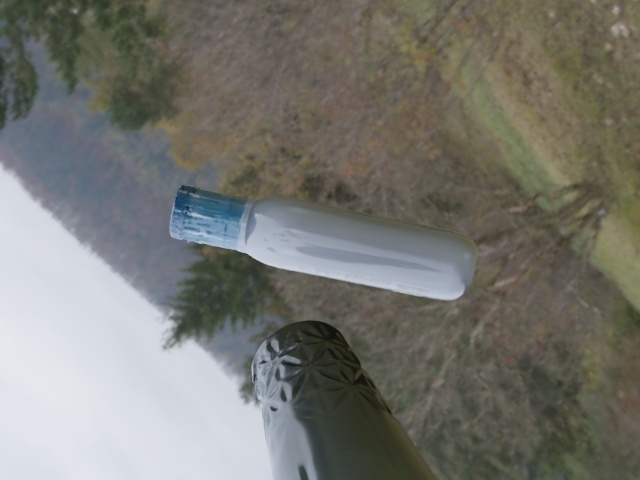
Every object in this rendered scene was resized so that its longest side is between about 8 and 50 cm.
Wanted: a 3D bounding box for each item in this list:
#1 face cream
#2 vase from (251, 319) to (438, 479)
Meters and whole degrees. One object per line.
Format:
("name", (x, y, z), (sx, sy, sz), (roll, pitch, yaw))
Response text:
("face cream", (0.000, 0.000, 1.051), (0.336, 0.080, 0.163), (12, 175, 0))
("vase", (0.016, 0.213, 0.841), (0.156, 0.251, 0.301), (7, -148, -24))
